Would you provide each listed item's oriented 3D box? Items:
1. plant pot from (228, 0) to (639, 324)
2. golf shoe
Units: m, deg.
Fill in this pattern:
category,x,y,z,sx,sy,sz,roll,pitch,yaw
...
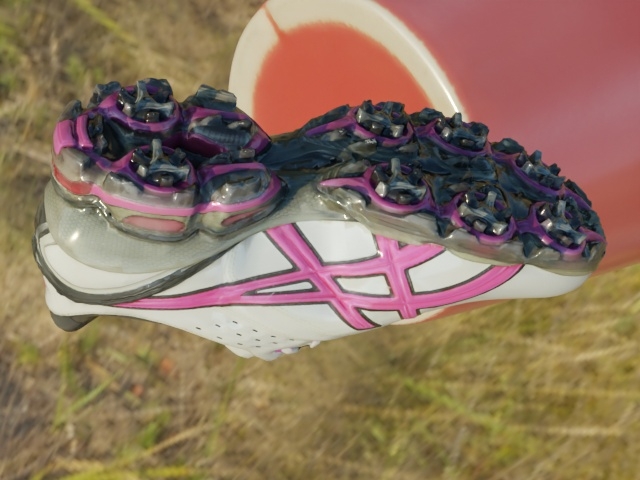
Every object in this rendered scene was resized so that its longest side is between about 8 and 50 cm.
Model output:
category,x,y,z,sx,sy,sz,roll,pitch,yaw
plant pot,0.099,-0.084,0.987,0.243,0.275,0.275,-26,77,-39
golf shoe,0.000,0.000,0.559,0.186,0.086,0.067,6,40,-14
